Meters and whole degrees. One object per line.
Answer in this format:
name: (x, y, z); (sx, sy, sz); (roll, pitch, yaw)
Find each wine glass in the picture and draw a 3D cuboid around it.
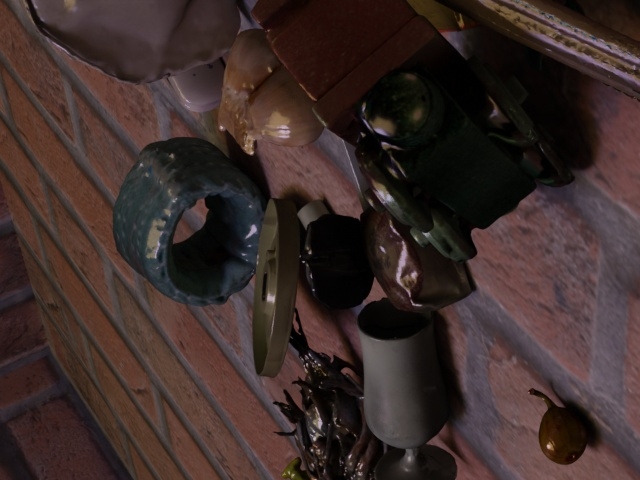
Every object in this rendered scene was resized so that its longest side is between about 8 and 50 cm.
wine glass: (0.099, 0.181, 1.706); (0.103, 0.103, 0.231); (38, 144, 52)

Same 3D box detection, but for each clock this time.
clock: (-0.063, 0.061, 1.908); (0.235, 0.029, 0.235); (-174, 90, -80)

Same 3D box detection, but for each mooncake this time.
mooncake: (0.091, 0.015, 1.570); (0.130, 0.073, 0.125); (69, 162, -8)

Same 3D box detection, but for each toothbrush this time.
toothbrush: (0.037, -0.098, 1.639); (0.030, 0.025, 0.342); (-106, -3, -74)

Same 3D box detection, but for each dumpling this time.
dumpling: (-0.246, -0.356, 1.704); (0.181, 0.260, 0.341); (35, 150, 45)

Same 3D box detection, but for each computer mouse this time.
computer mouse: (0.025, 0.024, 1.625); (0.192, 0.062, 0.106); (9, -101, -76)

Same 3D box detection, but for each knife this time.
knife: (0.193, -0.144, 1.035); (0.365, 0.043, 0.089); (31, 153, 27)

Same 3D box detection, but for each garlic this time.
garlic: (-0.050, -0.167, 1.698); (0.174, 0.099, 0.124); (43, 132, 38)

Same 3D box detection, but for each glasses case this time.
glasses case: (-0.188, -0.257, 1.949); (0.197, 0.076, 0.049); (60, 158, 15)

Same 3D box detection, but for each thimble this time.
thimble: (-0.178, -0.028, 2.017); (0.143, 0.198, 0.235); (40, 155, 47)

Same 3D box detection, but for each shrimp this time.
shrimp: (0.047, 0.246, 1.902); (0.172, 0.137, 0.372); (-27, 97, 35)

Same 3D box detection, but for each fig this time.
fig: (0.231, 0.180, 1.447); (0.050, 0.050, 0.083); (93, 157, -53)

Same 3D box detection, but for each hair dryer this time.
hair dryer: (0.000, 0.000, 1.850); (0.063, 0.038, 0.124); (60, 167, 19)

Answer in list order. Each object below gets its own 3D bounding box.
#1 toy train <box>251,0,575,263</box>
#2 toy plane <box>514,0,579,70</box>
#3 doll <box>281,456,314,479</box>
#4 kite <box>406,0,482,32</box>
toy train: (0.081, -0.108, 1.212); (0.221, 0.150, 0.304); (53, -171, 21)
toy plane: (0.172, -0.219, 1.100); (0.235, 0.060, 0.096); (91, 156, -45)
doll: (0.049, 0.465, 2.069); (0.341, 0.099, 0.346); (59, 178, 11)
kite: (0.054, -0.309, 1.365); (0.377, 0.013, 0.327); (52, 158, 31)
